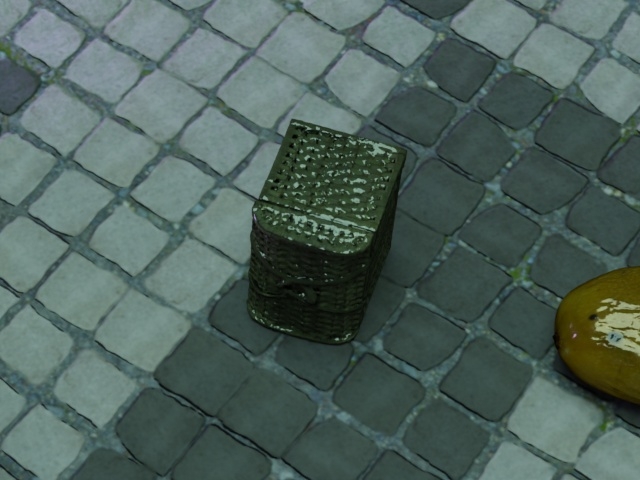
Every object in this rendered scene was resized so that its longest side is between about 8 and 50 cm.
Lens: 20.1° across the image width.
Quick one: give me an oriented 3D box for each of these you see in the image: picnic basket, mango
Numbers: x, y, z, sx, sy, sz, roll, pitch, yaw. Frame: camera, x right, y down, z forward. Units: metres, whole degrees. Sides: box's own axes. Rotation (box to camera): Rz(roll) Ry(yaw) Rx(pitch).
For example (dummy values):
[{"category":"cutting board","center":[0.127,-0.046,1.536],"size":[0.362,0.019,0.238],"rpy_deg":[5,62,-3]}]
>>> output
[{"category":"picnic basket","center":[0.000,0.000,1.896],"size":[0.134,0.196,0.154],"rpy_deg":[16,58,5]},{"category":"mango","center":[0.373,0.101,1.894],"size":[0.262,0.109,0.157],"rpy_deg":[3,54,-2]}]
